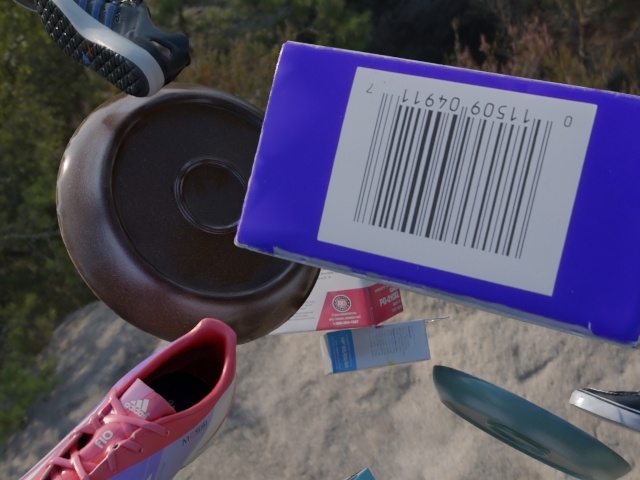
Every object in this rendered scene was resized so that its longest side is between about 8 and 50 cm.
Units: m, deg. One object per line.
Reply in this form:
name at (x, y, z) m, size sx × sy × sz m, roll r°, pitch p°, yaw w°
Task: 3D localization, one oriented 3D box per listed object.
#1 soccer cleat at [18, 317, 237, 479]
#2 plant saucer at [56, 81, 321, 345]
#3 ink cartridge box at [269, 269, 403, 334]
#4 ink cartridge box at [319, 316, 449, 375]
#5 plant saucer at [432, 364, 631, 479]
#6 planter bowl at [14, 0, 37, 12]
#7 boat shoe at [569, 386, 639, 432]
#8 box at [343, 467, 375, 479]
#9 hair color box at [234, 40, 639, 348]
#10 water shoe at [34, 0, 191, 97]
soccer cleat at (-0.167, 0.173, 0.655) m, size 0.109 × 0.116 × 0.318 m, roll 31°, pitch 37°, yaw 12°
plant saucer at (-0.121, -0.041, 0.916) m, size 0.050 × 0.311 × 0.310 m, roll -37°, pitch 25°, yaw 55°
ink cartridge box at (0.000, 0.000, 1.170) m, size 0.172 × 0.237 × 0.100 m, roll -9°, pitch 4°, yaw 32°
ink cartridge box at (0.096, 0.156, 1.252) m, size 0.181 × 0.104 × 0.061 m, roll -7°, pitch 81°, yaw -7°
plant saucer at (0.301, 0.281, 1.270) m, size 0.318 × 0.317 × 0.043 m, roll 22°, pitch 77°, yaw 36°
planter bowl at (-0.386, -0.422, 1.239) m, size 0.162 × 0.162 × 0.109 m, roll -14°, pitch 26°, yaw 12°
boat shoe at (0.573, 0.277, 1.406) m, size 0.306 × 0.113 × 0.104 m, roll 11°, pitch 78°, yaw 36°
box at (-0.027, 0.324, 0.908) m, size 0.101 × 0.244 × 0.060 m, roll -24°, pitch 75°, yaw -39°
hair color box at (0.108, -0.012, 0.515) m, size 0.185 × 0.339 × 0.110 m, roll 14°, pitch 92°, yaw 21°
water shoe at (-0.215, -0.216, 0.876) m, size 0.203 × 0.073 × 0.080 m, roll 40°, pitch 59°, yaw 22°
